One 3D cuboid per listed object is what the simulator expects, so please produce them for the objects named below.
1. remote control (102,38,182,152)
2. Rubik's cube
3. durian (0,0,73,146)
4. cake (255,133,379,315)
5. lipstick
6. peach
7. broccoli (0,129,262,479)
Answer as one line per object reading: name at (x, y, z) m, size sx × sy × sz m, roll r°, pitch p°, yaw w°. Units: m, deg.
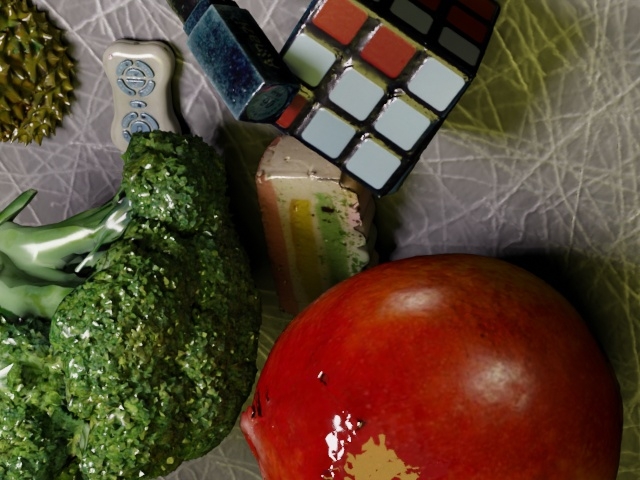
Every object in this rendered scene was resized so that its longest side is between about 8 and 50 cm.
remote control at (-0.178, -0.142, 1.869) m, size 0.074 × 0.032 × 0.122 m, roll 4°, pitch 119°, yaw 14°
Rubik's cube at (0.053, -0.167, 1.715) m, size 0.163 × 0.160 × 0.162 m, roll 34°, pitch 122°, yaw -6°
durian at (-0.316, -0.160, 1.851) m, size 0.119 × 0.108 × 0.186 m, roll -6°, pitch 117°, yaw 19°
cake at (0.004, -0.016, 1.889) m, size 0.109 × 0.090 × 0.225 m, roll 3°, pitch 138°, yaw 11°
lipstick at (-0.119, -0.233, 1.695) m, size 0.051 × 0.051 × 0.312 m, roll -53°, pitch 56°, yaw 31°
peach at (0.107, 0.186, 1.781) m, size 0.370 × 0.370 × 0.370 m, roll 7°, pitch 121°, yaw 12°
broccoli at (-0.206, 0.087, 1.811) m, size 0.310 × 0.413 × 0.321 m, roll 26°, pitch 174°, yaw 38°
